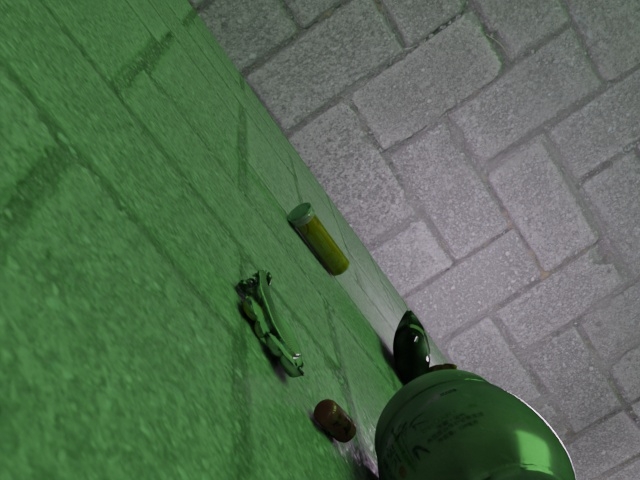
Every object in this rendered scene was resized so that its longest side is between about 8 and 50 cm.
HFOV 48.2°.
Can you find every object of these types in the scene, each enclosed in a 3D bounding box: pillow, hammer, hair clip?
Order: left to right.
[{"bbox_3d":[-0.065,0.126,1.062,0.172,0.049,0.116,60,13,12],"label":"hair clip"},{"bbox_3d":[0.021,0.264,1.041,0.083,0.043,0.043,53,8,-41],"label":"hammer"},{"bbox_3d":[0.259,0.317,2.035,0.250,0.106,0.186,-52,137,-80],"label":"pillow"}]

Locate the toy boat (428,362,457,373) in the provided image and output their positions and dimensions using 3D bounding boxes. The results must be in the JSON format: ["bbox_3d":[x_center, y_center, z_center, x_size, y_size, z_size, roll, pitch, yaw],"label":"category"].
[{"bbox_3d":[0.335,0.411,2.026,0.099,0.141,0.318,31,-13,7],"label":"toy boat"}]

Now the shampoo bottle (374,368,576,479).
[{"bbox_3d":[0.222,0.348,1.070,0.273,0.273,0.266,53,-1,-24],"label":"shampoo bottle"}]

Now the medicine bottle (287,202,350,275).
[{"bbox_3d":[0.000,0.000,1.927,0.218,0.074,0.074,53,8,-28],"label":"medicine bottle"}]
